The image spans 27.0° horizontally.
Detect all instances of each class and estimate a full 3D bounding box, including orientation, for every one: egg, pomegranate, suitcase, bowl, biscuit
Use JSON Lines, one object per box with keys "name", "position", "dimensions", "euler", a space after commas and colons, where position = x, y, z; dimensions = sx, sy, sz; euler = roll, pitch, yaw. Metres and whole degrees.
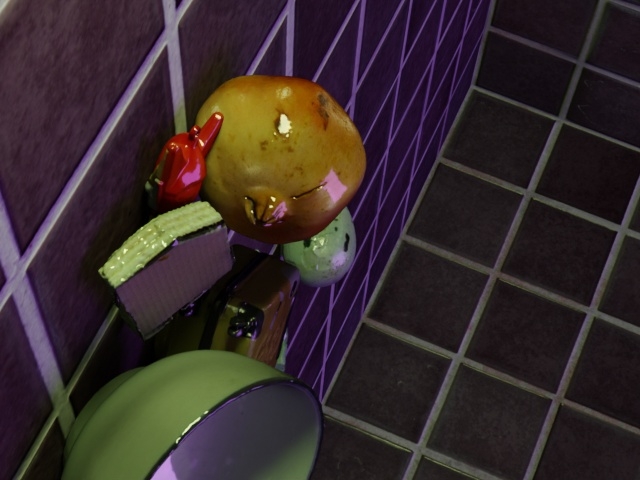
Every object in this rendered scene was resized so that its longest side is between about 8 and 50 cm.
{"name": "egg", "position": [0.000, 0.000, 2.316], "dimensions": [0.131, 0.131, 0.164], "euler": [28, 71, -81]}
{"name": "pomegranate", "position": [-0.055, -0.096, 1.559], "dimensions": [0.209, 0.209, 0.209], "euler": [22, 90, -81]}
{"name": "suitcase", "position": [-0.133, 0.120, 1.773], "dimensions": [0.235, 0.143, 0.194], "euler": [-47, 156, -64]}
{"name": "bowl", "position": [-0.178, 0.268, 1.563], "dimensions": [0.354, 0.185, 0.354], "euler": [-35, 142, -33]}
{"name": "biscuit", "position": [-0.170, 0.028, 1.483], "dimensions": [0.150, 0.052, 0.252], "euler": [-41, 169, -10]}

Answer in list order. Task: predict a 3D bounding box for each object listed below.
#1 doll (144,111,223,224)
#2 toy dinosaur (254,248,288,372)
{"name": "doll", "position": [-0.160, -0.057, 1.463], "dimensions": [0.109, 0.057, 0.169], "euler": [-45, 159, -55]}
{"name": "toy dinosaur", "position": [-0.086, 0.151, 2.274], "dimensions": [0.383, 0.076, 0.129], "euler": [107, -24, -63]}
